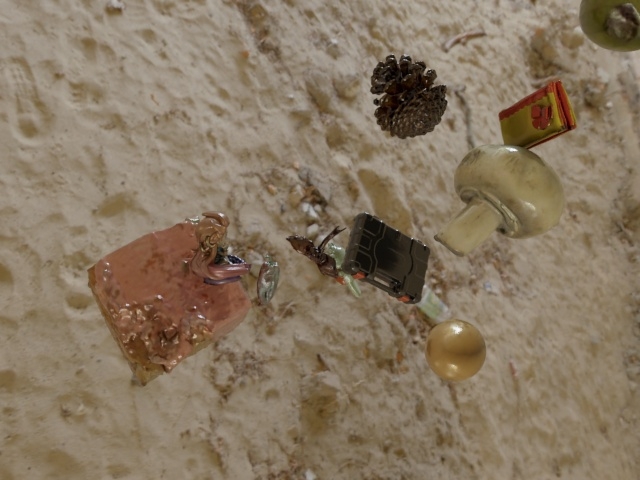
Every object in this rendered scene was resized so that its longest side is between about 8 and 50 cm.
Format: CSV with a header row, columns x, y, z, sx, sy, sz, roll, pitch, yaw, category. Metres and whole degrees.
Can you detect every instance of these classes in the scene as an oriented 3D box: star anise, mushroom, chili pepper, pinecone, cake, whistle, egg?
x,y,z,sx,sy,sz,roll,pitch,yaw,category
0.008,0.006,1.564,0.158,0.144,0.140,31,6,-42,star anise
0.468,-0.087,1.556,0.314,0.336,0.314,44,-1,1,mushroom
-0.125,0.101,1.355,0.050,0.153,0.041,8,28,-8,chili pepper
0.258,-0.460,1.801,0.246,0.246,0.292,13,40,-44,pinecone
-0.363,0.144,1.392,0.307,0.293,0.314,-27,83,-23,cake
0.088,0.112,2.215,0.101,0.106,0.253,-49,117,-37,whistle
0.175,0.145,0.748,0.080,0.080,0.096,62,14,-3,egg

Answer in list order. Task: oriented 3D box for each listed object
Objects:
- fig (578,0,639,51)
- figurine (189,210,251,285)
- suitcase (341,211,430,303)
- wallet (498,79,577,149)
x,y,z,sx,sy,sz,roll,pitch,yaw,category
0.815,-0.632,1.555,0.239,0.271,0.239,-4,104,-16,fig
-0.217,0.022,1.173,0.126,0.114,0.157,-120,-174,-71,figurine
0.207,0.056,1.768,0.285,0.066,0.206,28,64,-24,suitcase
0.569,-0.324,1.548,0.067,0.241,0.141,-12,85,-19,wallet
